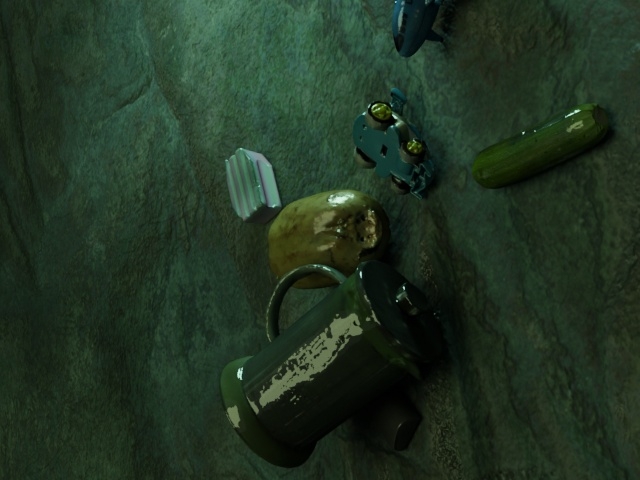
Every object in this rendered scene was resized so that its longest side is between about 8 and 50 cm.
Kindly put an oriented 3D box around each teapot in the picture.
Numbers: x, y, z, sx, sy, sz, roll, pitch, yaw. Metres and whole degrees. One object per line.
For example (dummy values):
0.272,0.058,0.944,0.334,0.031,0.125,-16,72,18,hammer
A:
0.015,0.159,1.613,0.337,0.200,0.270,-40,60,24,teapot

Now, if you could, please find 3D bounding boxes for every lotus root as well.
0.000,0.000,1.753,0.284,0.146,0.160,-15,52,56,lotus root

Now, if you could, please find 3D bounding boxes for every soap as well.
-0.134,-0.107,2.025,0.100,0.056,0.149,-40,56,42,soap

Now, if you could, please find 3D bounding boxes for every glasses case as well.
0.092,0.251,1.686,0.191,0.042,0.072,53,135,43,glasses case

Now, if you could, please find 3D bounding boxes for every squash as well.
0.296,-0.126,1.427,0.229,0.066,0.066,-27,65,48,squash

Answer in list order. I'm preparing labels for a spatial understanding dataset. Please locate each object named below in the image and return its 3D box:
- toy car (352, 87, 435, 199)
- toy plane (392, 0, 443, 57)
0.133,-0.155,1.652,0.161,0.098,0.126,40,151,18,toy car
0.168,-0.415,1.602,0.254,0.105,0.271,18,102,54,toy plane
